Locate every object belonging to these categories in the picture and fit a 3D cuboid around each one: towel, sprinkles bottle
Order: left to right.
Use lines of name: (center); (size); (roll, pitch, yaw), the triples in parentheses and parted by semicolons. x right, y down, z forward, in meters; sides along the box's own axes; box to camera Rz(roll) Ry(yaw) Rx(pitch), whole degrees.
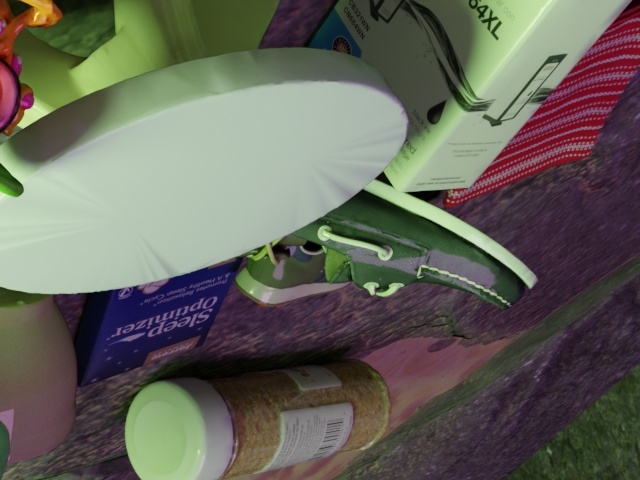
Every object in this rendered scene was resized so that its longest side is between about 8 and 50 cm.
sprinkles bottle: (-0.061, 0.209, 1.394); (0.121, 0.121, 0.355); (-45, 154, 28)
towel: (0.238, -0.139, 1.199); (0.198, 0.031, 0.275); (-21, 155, -24)

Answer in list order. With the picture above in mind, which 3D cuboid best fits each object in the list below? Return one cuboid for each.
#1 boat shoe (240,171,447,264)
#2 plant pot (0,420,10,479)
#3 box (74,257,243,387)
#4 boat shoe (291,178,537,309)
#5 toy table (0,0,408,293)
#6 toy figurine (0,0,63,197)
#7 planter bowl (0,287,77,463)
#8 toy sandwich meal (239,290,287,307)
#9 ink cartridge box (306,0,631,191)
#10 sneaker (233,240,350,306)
boat shoe: (-0.029, -0.037, 0.982); (0.305, 0.091, 0.109); (-19, 154, -29)
plant pot: (-0.372, 0.193, 0.693); (0.252, 0.248, 0.247); (-41, 115, 20)
box: (-0.155, 0.067, 1.104); (0.136, 0.036, 0.225); (-17, 154, -32)
boat shoe: (0.024, -0.010, 0.905); (0.091, 0.302, 0.114); (-63, -167, -3)
toy table: (-0.101, -0.087, 0.706); (0.274, 0.161, 0.252); (-9, 148, -42)
toy figurine: (-0.166, -0.130, 0.553); (0.159, 0.173, 0.130); (-57, 166, -1)
planter bowl: (-0.250, 0.073, 0.870); (0.162, 0.162, 0.109); (-7, 119, -46)
toy sandwich meal: (-0.043, 0.039, 1.196); (0.085, 0.029, 0.086); (-27, 156, -13)
ink cartridge box: (0.099, -0.155, 0.838); (0.085, 0.148, 0.203); (-6, 145, -42)
sneaker: (0.000, 0.000, 1.118); (0.192, 0.064, 0.086); (-19, 141, -57)
